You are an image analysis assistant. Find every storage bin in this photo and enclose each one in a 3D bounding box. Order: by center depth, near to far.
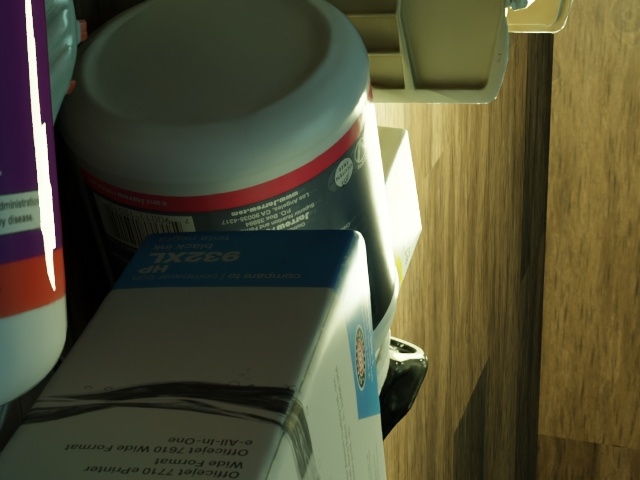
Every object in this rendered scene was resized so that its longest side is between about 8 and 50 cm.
[{"bbox_3d":[0.050,-0.191,1.030,0.262,0.260,0.123,-43,133,-63],"label":"storage bin"}]

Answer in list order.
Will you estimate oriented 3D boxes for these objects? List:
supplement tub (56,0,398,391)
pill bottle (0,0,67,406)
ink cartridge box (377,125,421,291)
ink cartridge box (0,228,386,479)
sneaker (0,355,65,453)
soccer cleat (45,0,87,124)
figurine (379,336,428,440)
[{"bbox_3d":[-0.050,-0.011,0.891,0.191,0.191,0.272,-65,155,-43],"label":"supplement tub"},{"bbox_3d":[-0.182,-0.101,0.442,0.181,0.181,0.323,-18,106,-70],"label":"pill bottle"},{"bbox_3d":[0.000,0.000,1.153,0.128,0.127,0.176,78,25,-44],"label":"ink cartridge box"},{"bbox_3d":[-0.055,0.159,0.651,0.307,0.129,0.223,-67,155,-61],"label":"ink cartridge box"},{"bbox_3d":[-0.207,0.178,0.588,0.210,0.137,0.366,66,30,-56],"label":"sneaker"},{"bbox_3d":[-0.167,-0.069,0.688,0.076,0.068,0.196,-20,128,-50],"label":"soccer cleat"},{"bbox_3d":[0.013,0.205,1.307,0.215,0.092,0.209,-9,115,-67],"label":"figurine"}]
